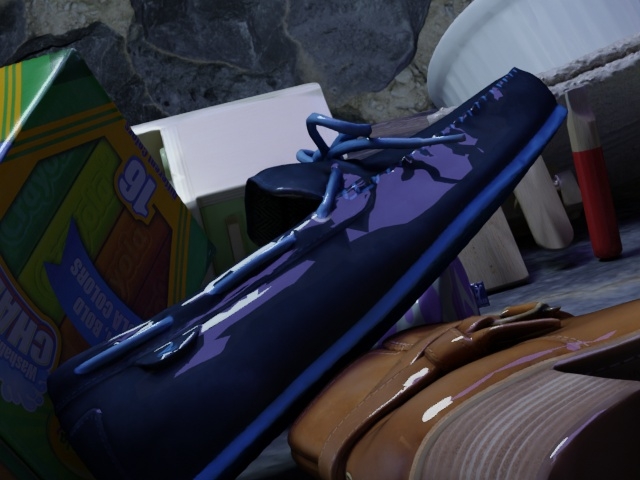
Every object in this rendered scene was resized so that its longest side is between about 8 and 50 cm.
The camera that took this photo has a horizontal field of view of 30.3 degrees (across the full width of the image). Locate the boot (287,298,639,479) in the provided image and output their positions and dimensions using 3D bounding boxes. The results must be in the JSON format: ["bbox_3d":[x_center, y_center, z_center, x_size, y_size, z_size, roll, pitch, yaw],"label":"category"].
[{"bbox_3d":[0.137,0.064,0.543,0.283,0.109,0.220,-27,9,-24],"label":"boot"}]

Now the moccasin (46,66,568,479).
[{"bbox_3d":[0.000,0.000,0.644,0.342,0.117,0.138,-41,-11,-25],"label":"moccasin"}]

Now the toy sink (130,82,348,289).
[{"bbox_3d":[-0.091,-0.040,1.202,0.234,0.153,0.131,-14,49,-6],"label":"toy sink"}]

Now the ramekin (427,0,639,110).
[{"bbox_3d":[0.261,-0.163,1.214,0.277,0.135,0.277,-18,-26,-9],"label":"ramekin"}]

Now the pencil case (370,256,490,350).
[{"bbox_3d":[0.006,0.059,0.763,0.206,0.088,0.086,-14,7,9],"label":"pencil case"}]

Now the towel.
[{"bbox_3d":[0.231,-0.097,1.096,0.282,0.049,0.187,-23,-32,-3],"label":"towel"}]

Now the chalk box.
[{"bbox_3d":[-0.214,0.058,0.680,0.179,0.180,0.289,-10,41,28],"label":"chalk box"}]

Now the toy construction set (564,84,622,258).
[{"bbox_3d":[0.340,-0.137,0.942,0.309,0.237,0.257,-17,9,-12],"label":"toy construction set"}]

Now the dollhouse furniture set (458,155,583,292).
[{"bbox_3d":[0.165,0.005,1.028,0.144,0.123,0.151,-16,-26,-6],"label":"dollhouse furniture set"}]
